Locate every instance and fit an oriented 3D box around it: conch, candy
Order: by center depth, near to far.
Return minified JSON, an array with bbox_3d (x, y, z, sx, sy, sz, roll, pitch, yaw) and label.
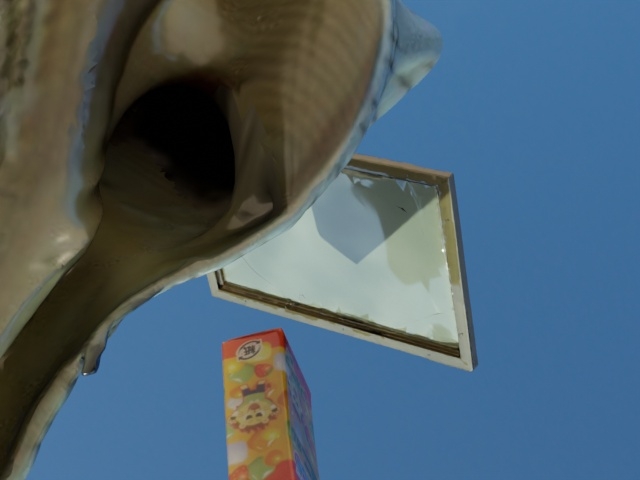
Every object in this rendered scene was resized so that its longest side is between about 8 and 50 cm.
[{"bbox_3d":[-0.057,-0.087,0.502,0.203,0.169,0.386,11,-91,8],"label":"conch"},{"bbox_3d":[-0.026,0.111,0.751,0.038,0.062,0.122,-17,-142,6],"label":"candy"}]

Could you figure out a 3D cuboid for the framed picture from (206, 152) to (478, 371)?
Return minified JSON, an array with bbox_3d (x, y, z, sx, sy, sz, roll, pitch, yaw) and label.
[{"bbox_3d":[0.000,0.000,0.820,0.201,0.136,0.010,14,-140,33],"label":"framed picture"}]
